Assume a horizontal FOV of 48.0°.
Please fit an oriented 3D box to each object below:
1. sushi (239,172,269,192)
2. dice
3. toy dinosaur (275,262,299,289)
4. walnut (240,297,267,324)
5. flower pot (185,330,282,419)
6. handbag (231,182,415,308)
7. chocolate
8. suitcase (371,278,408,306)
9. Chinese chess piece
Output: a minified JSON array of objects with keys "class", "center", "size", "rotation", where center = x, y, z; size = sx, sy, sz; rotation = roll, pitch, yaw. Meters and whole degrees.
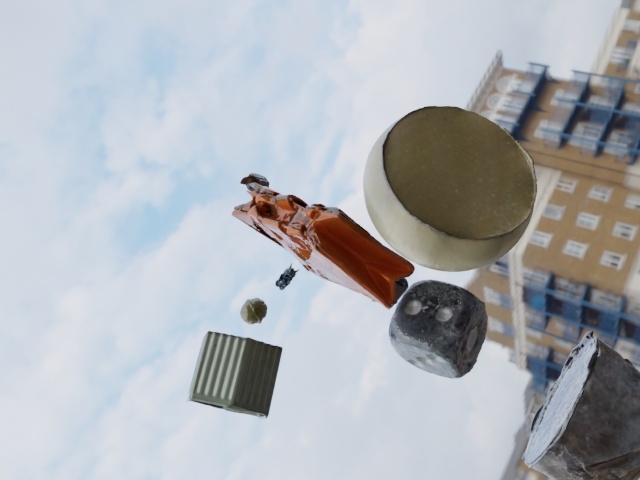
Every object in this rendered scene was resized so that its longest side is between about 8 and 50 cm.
[{"class":"sushi","center":[-0.189,-0.165,2.135],"size":[0.055,0.052,0.120],"rotation":[-56,-15,14]},{"class":"dice","center":[0.284,0.211,1.716],"size":[0.181,0.183,0.182],"rotation":[-61,-37,-24]},{"class":"toy dinosaur","center":[-0.086,0.095,1.833],"size":[0.083,0.031,0.047],"rotation":[-54,-7,34]},{"class":"walnut","center":[-0.198,0.211,2.144],"size":[0.092,0.092,0.092],"rotation":[-38,-42,-45]},{"class":"flower pot","center":[-0.225,0.355,1.896],"size":[0.239,0.209,0.189],"rotation":[27,-113,-36]},{"class":"handbag","center":[0.000,0.000,1.657],"size":[0.303,0.410,0.116],"rotation":[39,-100,-33]},{"class":"chocolate","center":[0.555,0.359,1.401],"size":[0.303,0.213,0.303],"rotation":[-58,-11,-18]},{"class":"suitcase","center":[0.238,0.169,2.467],"size":[0.126,0.086,0.059],"rotation":[-54,19,23]},{"class":"Chinese chess piece","center":[0.251,-0.104,1.403],"size":[0.338,0.338,0.140],"rotation":[-52,-9,-31]}]
